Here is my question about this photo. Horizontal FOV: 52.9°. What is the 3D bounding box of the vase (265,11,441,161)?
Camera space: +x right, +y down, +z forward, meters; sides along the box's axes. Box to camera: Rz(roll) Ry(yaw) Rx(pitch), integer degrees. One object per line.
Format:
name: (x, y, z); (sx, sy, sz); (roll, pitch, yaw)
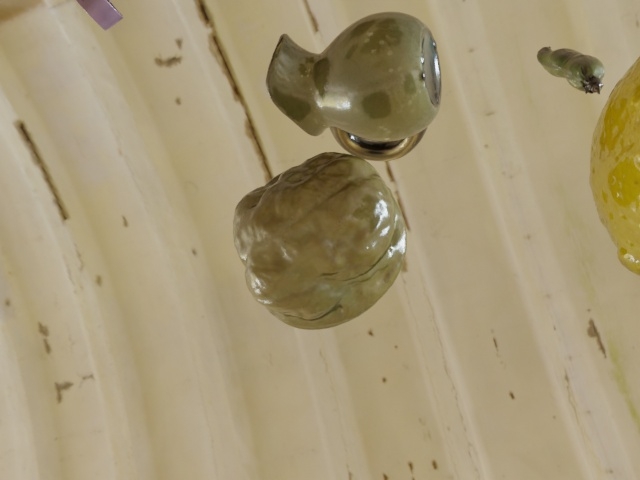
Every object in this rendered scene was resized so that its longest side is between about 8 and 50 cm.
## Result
vase: (0.089, -0.279, 1.288); (0.302, 0.329, 0.241); (-5, -131, 23)

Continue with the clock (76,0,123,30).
clock: (-0.502, -0.530, 1.401); (0.050, 0.110, 0.153); (-42, -122, 2)

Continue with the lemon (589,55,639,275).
lemon: (0.494, -0.093, 0.717); (0.349, 0.350, 0.387); (-34, 174, -17)

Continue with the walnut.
walnut: (-0.001, -0.001, 1.031); (0.276, 0.282, 0.253); (-37, -134, 4)

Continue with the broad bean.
broad bean: (0.517, -0.354, 1.314); (0.077, 0.062, 0.339); (-10, -156, 5)
